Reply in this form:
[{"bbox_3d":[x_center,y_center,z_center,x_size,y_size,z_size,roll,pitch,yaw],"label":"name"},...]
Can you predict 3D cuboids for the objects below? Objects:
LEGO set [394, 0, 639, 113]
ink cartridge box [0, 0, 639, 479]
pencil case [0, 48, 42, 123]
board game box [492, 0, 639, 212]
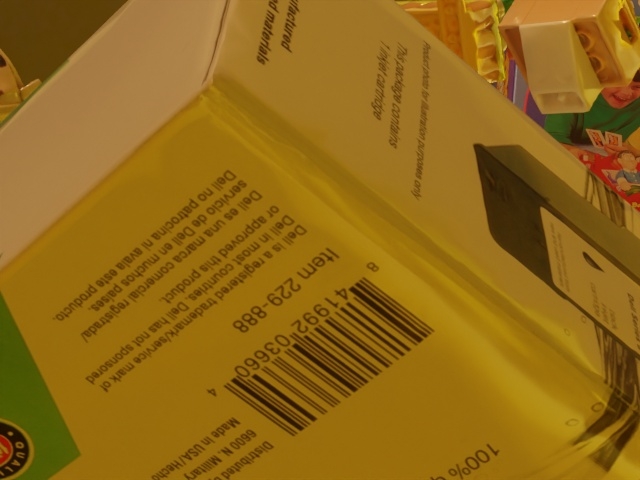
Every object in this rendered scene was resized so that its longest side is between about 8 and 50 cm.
[{"bbox_3d":[0.038,-0.063,0.818,0.107,0.287,0.132,-25,-103,-47],"label":"LEGO set"},{"bbox_3d":[0.010,0.057,0.626,0.289,0.211,0.121,38,-147,-23],"label":"ink cartridge box"},{"bbox_3d":[-0.414,-0.063,1.424,0.183,0.160,0.410,4,-163,45],"label":"pencil case"},{"bbox_3d":[0.277,-0.032,1.108,0.347,0.078,0.233,10,-123,-2],"label":"board game box"}]
